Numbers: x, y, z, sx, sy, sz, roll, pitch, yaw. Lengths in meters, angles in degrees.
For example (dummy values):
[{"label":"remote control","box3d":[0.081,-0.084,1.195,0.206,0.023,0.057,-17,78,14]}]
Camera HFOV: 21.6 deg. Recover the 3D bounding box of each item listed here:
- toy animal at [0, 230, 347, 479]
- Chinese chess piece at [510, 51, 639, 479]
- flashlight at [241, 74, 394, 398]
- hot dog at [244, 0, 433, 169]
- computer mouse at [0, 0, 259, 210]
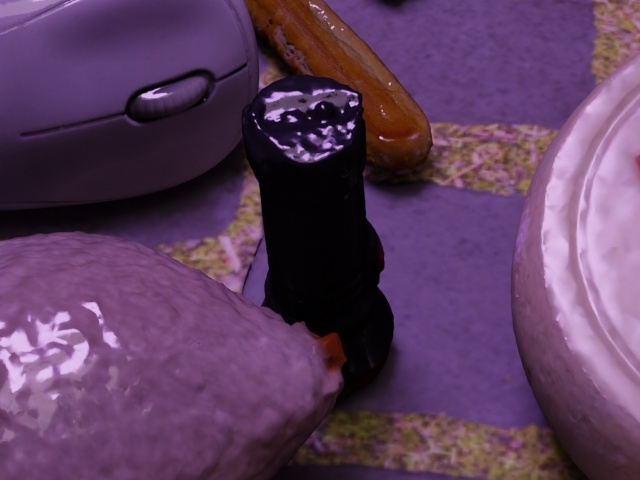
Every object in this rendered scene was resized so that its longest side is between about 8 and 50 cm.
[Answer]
[{"label":"toy animal","box3d":[-0.164,0.098,0.940,0.358,0.188,0.226,-16,57,-10]},{"label":"Chinese chess piece","box3d":[0.279,0.027,0.969,0.338,0.140,0.338,-3,61,5]},{"label":"flashlight","box3d":[0.000,0.000,0.982,0.093,0.232,0.093,-1,51,1]},{"label":"hot dog","box3d":[0.011,-0.120,1.203,0.066,0.047,0.215,-17,50,-29]},{"label":"computer mouse","box3d":[-0.192,-0.103,1.112,0.297,0.184,0.121,1,33,3]}]
